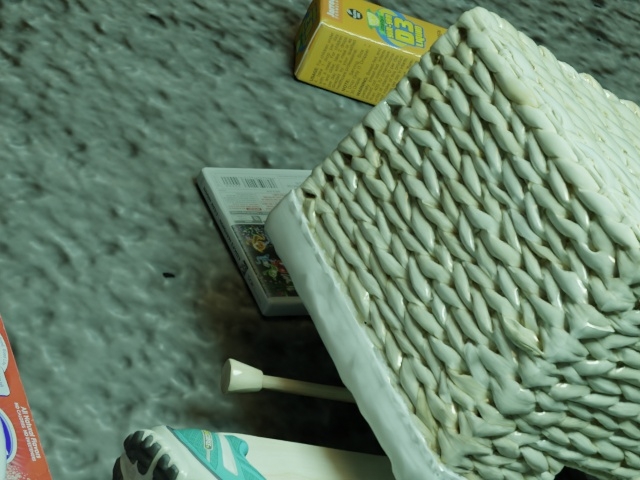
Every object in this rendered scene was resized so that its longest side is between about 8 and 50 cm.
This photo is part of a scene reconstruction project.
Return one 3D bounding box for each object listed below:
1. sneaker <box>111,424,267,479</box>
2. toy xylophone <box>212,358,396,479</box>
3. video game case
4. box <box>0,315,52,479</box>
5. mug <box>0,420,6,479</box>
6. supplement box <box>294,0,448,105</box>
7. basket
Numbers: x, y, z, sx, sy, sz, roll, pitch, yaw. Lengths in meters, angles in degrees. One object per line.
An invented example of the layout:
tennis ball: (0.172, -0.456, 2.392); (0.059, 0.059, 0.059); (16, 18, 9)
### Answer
sneaker: (-0.032, 0.208, 1.213); (0.110, 0.107, 0.275); (1, 34, -36)
toy xylophone: (0.019, 0.208, 1.449); (0.322, 0.081, 0.236); (16, 33, -14)
video game case: (0.000, 0.000, 1.735); (0.190, 0.022, 0.173); (0, 44, -33)
box: (-0.271, 0.155, 1.296); (0.128, 0.123, 0.257); (1, 44, -30)
mug: (-0.341, 0.181, 1.043); (0.276, 0.374, 0.328); (60, 9, -33)
supplement box: (0.092, -0.179, 1.958); (0.233, 0.080, 0.078); (15, 36, -13)
basket: (0.189, 0.043, 1.508); (0.328, 0.266, 0.331); (24, 25, -42)
